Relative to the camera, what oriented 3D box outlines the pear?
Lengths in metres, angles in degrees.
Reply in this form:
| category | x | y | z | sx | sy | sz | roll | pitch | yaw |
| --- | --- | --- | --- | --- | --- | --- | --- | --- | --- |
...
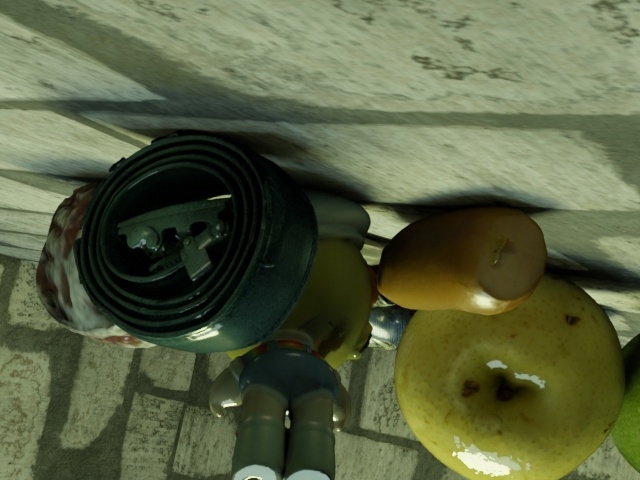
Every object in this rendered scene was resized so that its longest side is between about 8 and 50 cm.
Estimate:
| category | x | y | z | sx | sy | sz | roll | pitch | yaw |
| --- | --- | --- | --- | --- | --- | --- | --- | --- | --- |
| pear | 0.250 | 0.173 | 1.488 | 0.309 | 0.309 | 0.309 | 12 | 173 | 2 |

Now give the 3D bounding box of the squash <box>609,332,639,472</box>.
| category | x | y | z | sx | sy | sz | roll | pitch | yaw |
| --- | --- | --- | --- | --- | --- | --- | --- | --- | --- |
| squash | 0.532 | 0.221 | 1.509 | 0.263 | 0.263 | 0.384 | 11 | 172 | 8 |

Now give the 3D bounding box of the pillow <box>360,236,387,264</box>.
| category | x | y | z | sx | sy | sz | roll | pitch | yaw |
| --- | --- | --- | --- | --- | --- | --- | --- | --- | --- |
| pillow | 0.000 | 0.000 | 1.513 | 0.232 | 0.038 | 0.130 | 16 | 170 | -38 |

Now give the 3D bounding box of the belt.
| category | x | y | z | sx | sy | sz | roll | pitch | yaw |
| --- | --- | --- | --- | --- | --- | --- | --- | --- | --- |
| belt | -0.129 | 0.005 | 1.094 | 0.267 | 0.207 | 0.116 | 2 | 165 | 36 |

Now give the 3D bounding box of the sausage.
| category | x | y | z | sx | sy | sz | roll | pitch | yaw |
| --- | --- | --- | --- | --- | --- | --- | --- | --- | --- |
| sausage | 0.133 | 0.025 | 1.225 | 0.112 | 0.112 | 0.328 | 14 | 172 | -18 |

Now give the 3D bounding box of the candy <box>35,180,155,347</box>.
| category | x | y | z | sx | sy | sz | roll | pitch | yaw |
| --- | --- | --- | --- | --- | --- | --- | --- | --- | --- |
| candy | -0.272 | 0.029 | 1.491 | 0.157 | 0.214 | 0.289 | 21 | 172 | -43 |

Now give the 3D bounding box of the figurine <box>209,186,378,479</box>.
| category | x | y | z | sx | sy | sz | roll | pitch | yaw |
| --- | --- | --- | --- | --- | --- | --- | --- | --- | --- |
| figurine | -0.017 | 0.089 | 1.177 | 0.224 | 0.382 | 0.205 | -5 | 134 | -15 |

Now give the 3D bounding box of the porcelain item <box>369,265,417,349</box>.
| category | x | y | z | sx | sy | sz | roll | pitch | yaw |
| --- | --- | --- | --- | --- | --- | --- | --- | --- | --- |
| porcelain item | 0.060 | 0.080 | 1.746 | 0.288 | 0.138 | 0.186 | 23 | 155 | -34 |
